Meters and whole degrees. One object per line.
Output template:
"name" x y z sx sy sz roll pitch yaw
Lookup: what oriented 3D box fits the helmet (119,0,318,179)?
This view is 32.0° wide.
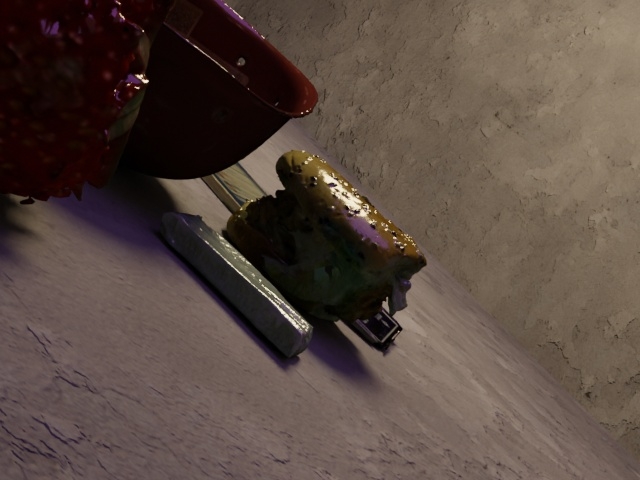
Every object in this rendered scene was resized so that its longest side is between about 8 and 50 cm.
"helmet" -0.200 -0.197 1.430 0.337 0.230 0.385 37 18 -17

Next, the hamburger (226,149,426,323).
"hamburger" 0.000 0.000 1.499 0.288 0.168 0.192 43 7 14

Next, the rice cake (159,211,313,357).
"rice cake" -0.094 0.048 1.286 0.226 0.040 0.085 43 9 17

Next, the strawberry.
"strawberry" -0.311 -0.182 0.957 0.343 0.292 0.292 8 24 -27

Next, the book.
"book" -0.144 -0.096 1.852 0.322 0.018 0.228 47 11 36

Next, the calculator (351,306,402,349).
"calculator" 0.014 0.055 1.696 0.274 0.028 0.165 45 13 4
